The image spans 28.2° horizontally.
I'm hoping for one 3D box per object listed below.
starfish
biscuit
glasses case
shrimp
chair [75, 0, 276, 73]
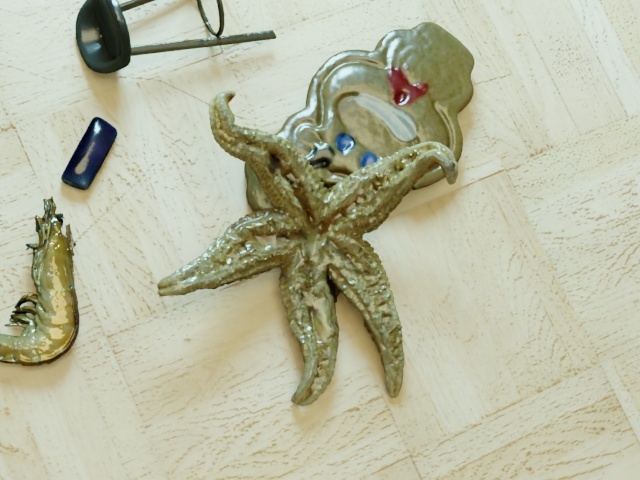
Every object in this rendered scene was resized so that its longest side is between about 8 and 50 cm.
[{"bbox_3d":[0.000,-0.003,1.363,0.327,0.094,0.375,-43,103,-2],"label":"starfish"},{"bbox_3d":[0.050,-0.127,1.448,0.319,0.047,0.183,-25,79,-15],"label":"biscuit"},{"bbox_3d":[-0.250,-0.095,1.386,0.033,0.023,0.083,26,73,-3],"label":"glasses case"},{"bbox_3d":[-0.316,0.044,1.335,0.124,0.034,0.178,-6,82,-6],"label":"shrimp"},{"bbox_3d":[-0.161,-0.258,1.409,0.221,0.095,0.104,-20,69,-15],"label":"chair"}]
